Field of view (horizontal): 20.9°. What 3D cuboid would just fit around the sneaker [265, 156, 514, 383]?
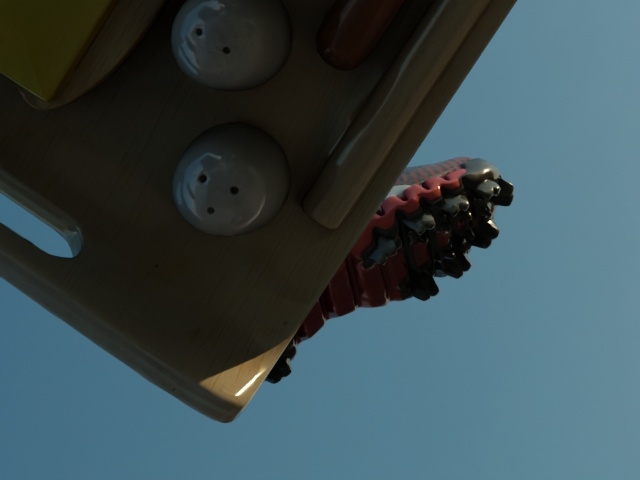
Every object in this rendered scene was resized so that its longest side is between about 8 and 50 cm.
[{"bbox_3d":[0.000,0.000,1.217,0.276,0.135,0.097,-28,-39,-15],"label":"sneaker"}]

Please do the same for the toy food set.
[{"bbox_3d":[-0.034,-0.128,0.517,0.306,0.220,0.092,-56,-1,11],"label":"toy food set"}]
